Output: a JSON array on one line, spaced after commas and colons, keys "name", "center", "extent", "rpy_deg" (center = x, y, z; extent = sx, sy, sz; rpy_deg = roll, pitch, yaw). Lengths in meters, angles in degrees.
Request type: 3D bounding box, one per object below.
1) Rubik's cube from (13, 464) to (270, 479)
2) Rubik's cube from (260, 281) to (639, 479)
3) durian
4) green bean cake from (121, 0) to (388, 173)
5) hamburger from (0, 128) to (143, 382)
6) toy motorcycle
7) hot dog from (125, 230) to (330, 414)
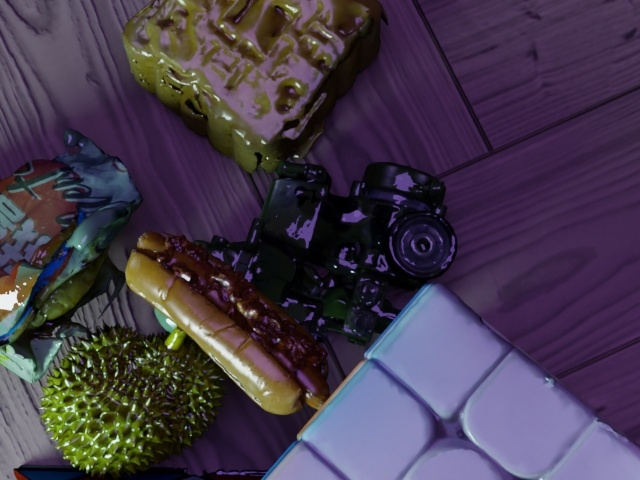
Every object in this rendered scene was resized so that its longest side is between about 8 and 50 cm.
[{"name": "Rubik's cube", "center": [-0.231, 0.311, 1.671], "extent": [0.234, 0.284, 0.250], "rpy_deg": [25, 111, 27]}, {"name": "Rubik's cube", "center": [0.119, 0.257, 1.549], "extent": [0.291, 0.291, 0.290], "rpy_deg": [40, 80, 10]}, {"name": "durian", "center": [-0.181, 0.161, 1.651], "extent": [0.198, 0.159, 0.146], "rpy_deg": [-22, 64, 3]}, {"name": "green bean cake", "center": [-0.068, -0.215, 1.759], "extent": [0.224, 0.131, 0.229], "rpy_deg": [37, 81, 9]}, {"name": "hamburger", "center": [-0.294, 0.027, 1.689], "extent": [0.276, 0.150, 0.260], "rpy_deg": [-23, 36, 3]}, {"name": "toy motorcycle", "center": [0.000, 0.000, 1.706], "extent": [0.275, 0.127, 0.205], "rpy_deg": [17, 80, 3]}, {"name": "hot dog", "center": [-0.078, 0.075, 1.576], "extent": [0.249, 0.102, 0.076], "rpy_deg": [41, 121, 12]}]
